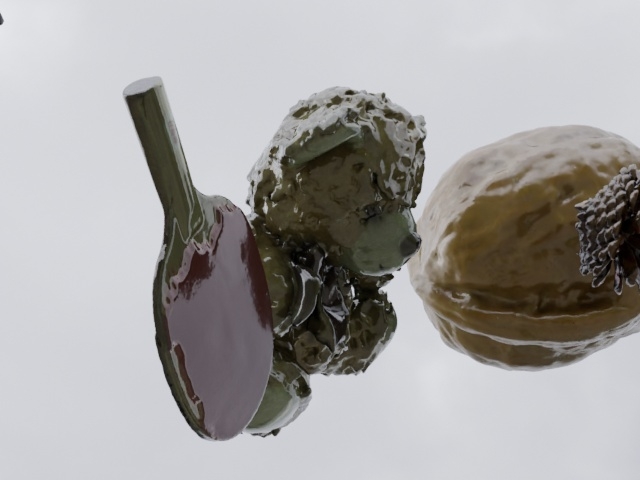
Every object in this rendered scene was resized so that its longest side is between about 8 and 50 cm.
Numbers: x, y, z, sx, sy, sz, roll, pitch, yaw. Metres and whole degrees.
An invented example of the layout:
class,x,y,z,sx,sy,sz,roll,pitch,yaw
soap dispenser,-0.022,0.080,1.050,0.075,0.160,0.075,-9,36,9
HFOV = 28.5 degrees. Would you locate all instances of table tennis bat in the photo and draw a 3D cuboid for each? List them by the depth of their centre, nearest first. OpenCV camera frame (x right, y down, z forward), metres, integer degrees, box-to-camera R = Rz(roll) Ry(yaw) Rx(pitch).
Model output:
class,x,y,z,sx,sy,sz,roll,pitch,yaw
table tennis bat,-0.072,0.014,0.754,0.022,0.131,0.234,-2,-59,24

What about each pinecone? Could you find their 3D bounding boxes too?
class,x,y,z,sx,sy,sz,roll,pitch,yaw
pinecone,0.244,-0.009,0.933,0.109,0.102,0.102,-8,-55,4

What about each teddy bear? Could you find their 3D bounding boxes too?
class,x,y,z,sx,sy,sz,roll,pitch,yaw
teddy bear,0.000,0.000,0.984,0.156,0.267,0.256,37,-70,15

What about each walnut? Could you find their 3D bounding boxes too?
class,x,y,z,sx,sy,sz,roll,pitch,yaw
walnut,0.200,0.006,1.164,0.257,0.257,0.224,2,-53,6

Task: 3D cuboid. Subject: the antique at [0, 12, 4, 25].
class,x,y,z,sx,sy,sz,roll,pitch,yaw
antique,-0.193,-0.051,0.443,0.015,0.192,0.031,-2,-62,46
